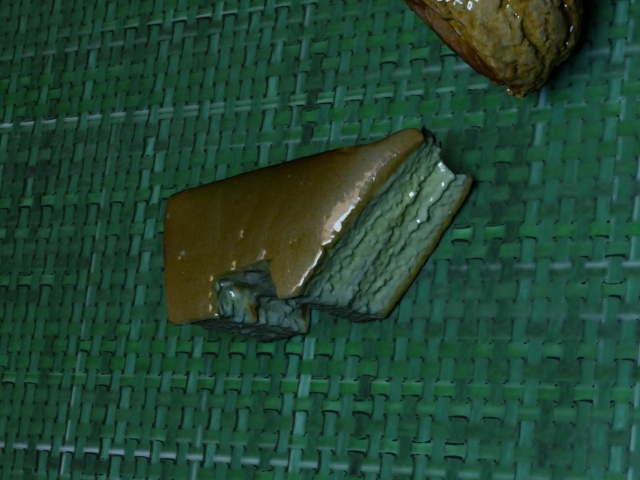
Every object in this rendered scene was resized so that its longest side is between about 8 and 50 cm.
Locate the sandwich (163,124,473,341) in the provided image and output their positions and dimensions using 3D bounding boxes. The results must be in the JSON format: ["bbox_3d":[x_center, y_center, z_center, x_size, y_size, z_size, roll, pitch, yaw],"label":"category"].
[{"bbox_3d":[0.000,0.000,1.454,0.235,0.122,0.128,-16,65,34],"label":"sandwich"}]

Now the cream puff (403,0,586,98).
[{"bbox_3d":[0.145,-0.224,1.388,0.169,0.183,0.183,-46,52,3],"label":"cream puff"}]
